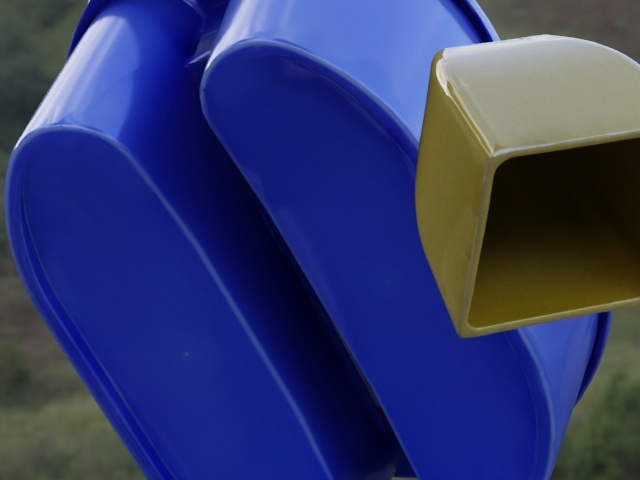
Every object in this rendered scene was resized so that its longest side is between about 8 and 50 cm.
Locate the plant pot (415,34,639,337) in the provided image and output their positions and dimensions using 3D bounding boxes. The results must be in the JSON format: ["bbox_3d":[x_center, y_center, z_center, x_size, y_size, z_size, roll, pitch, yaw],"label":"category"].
[{"bbox_3d":[0.074,-0.028,0.700,0.081,0.083,0.081,-9,-49,-18],"label":"plant pot"}]

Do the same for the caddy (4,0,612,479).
[{"bbox_3d":[0.000,0.000,1.003,0.241,0.341,0.179,-20,22,26],"label":"caddy"}]
